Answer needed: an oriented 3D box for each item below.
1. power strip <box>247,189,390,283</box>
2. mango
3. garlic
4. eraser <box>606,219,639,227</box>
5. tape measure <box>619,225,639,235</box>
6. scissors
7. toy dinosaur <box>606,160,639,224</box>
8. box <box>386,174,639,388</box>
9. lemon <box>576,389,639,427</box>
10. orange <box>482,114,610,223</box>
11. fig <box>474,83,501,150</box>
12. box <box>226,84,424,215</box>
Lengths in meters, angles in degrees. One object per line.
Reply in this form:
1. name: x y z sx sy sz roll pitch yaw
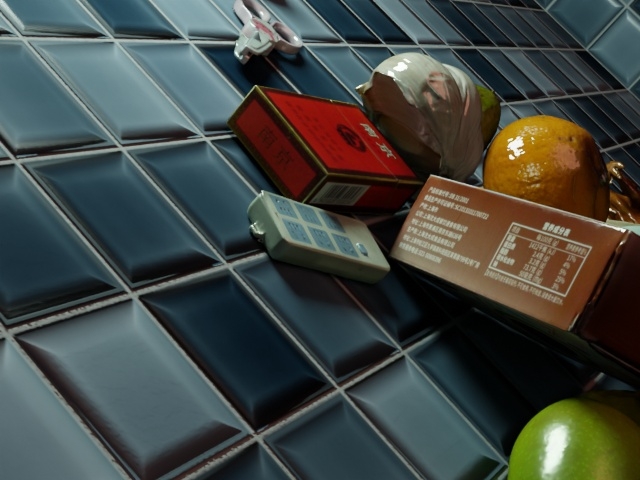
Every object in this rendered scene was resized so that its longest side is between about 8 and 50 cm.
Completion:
1. power strip: 0.000 0.000 1.356 0.192 0.035 0.081 15 35 -44
2. mango: 0.255 0.274 1.154 0.175 0.143 0.293 38 33 -24
3. garlic: 0.153 -0.153 1.620 0.143 0.229 0.178 -30 56 -20
4. eraser: 0.544 0.046 1.864 0.144 0.078 0.343 33 -5 -17
5. tape measure: 0.520 0.107 1.679 0.351 0.098 0.215 27 -22 13
6. scissors: -0.086 -0.287 1.723 0.118 0.030 0.242 38 20 -9
7. toy dinosaur: 0.553 -0.067 2.244 0.208 0.097 0.432 37 23 -45
8. box: 0.318 0.076 1.391 0.345 0.122 0.385 29 -2 -28
9. lemon: 0.346 0.236 1.343 0.187 0.142 0.142 36 24 -5
10. orange: 0.334 -0.076 1.788 0.224 0.170 0.224 39 44 -52
11. fig: 0.192 -0.174 1.816 0.166 0.154 0.144 -24 107 -29
12. box: 0.011 -0.108 1.512 0.153 0.074 0.240 48 23 23
